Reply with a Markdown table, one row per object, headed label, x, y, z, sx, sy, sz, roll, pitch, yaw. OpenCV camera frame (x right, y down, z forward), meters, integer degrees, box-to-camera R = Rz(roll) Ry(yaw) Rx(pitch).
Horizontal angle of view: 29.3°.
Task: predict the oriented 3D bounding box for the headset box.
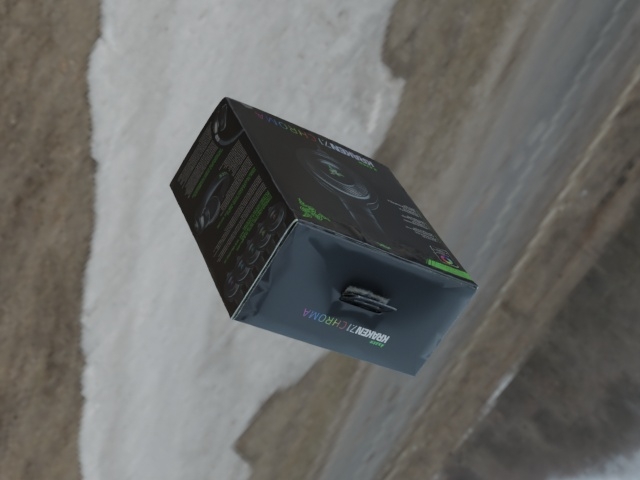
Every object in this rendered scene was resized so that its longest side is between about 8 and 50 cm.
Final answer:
| label | x | y | z | sx | sy | sz | roll | pitch | yaw |
| --- | --- | --- | --- | --- | --- | --- | --- | --- | --- |
| headset box | 0.000 | 0.000 | 1.323 | 0.246 | 0.283 | 0.131 | 21 | 113 | -32 |
